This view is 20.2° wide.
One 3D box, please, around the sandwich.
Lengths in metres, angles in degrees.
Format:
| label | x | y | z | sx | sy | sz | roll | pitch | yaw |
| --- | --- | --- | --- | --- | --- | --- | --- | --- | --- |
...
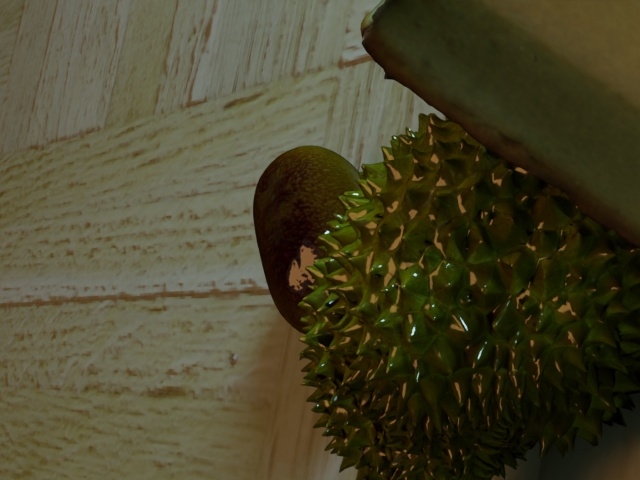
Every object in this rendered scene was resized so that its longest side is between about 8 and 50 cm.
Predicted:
| label | x | y | z | sx | sy | sz | roll | pitch | yaw |
| --- | --- | --- | --- | --- | --- | --- | --- | --- | --- |
| sandwich | 0.168 | -0.103 | 0.717 | 0.155 | 0.227 | 0.198 | -57 | -3 | 33 |

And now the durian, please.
| label | x | y | z | sx | sy | sz | roll | pitch | yaw |
| --- | --- | --- | --- | --- | --- | --- | --- | --- | --- |
| durian | 0.062 | 0.024 | 0.792 | 0.198 | 0.146 | 0.159 | -57 | 32 | 30 |

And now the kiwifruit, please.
| label | x | y | z | sx | sy | sz | roll | pitch | yaw |
| --- | --- | --- | --- | --- | --- | --- | --- | --- | --- |
| kiwifruit | 0.000 | 0.000 | 1.001 | 0.075 | 0.075 | 0.124 | -55 | 37 | 32 |
